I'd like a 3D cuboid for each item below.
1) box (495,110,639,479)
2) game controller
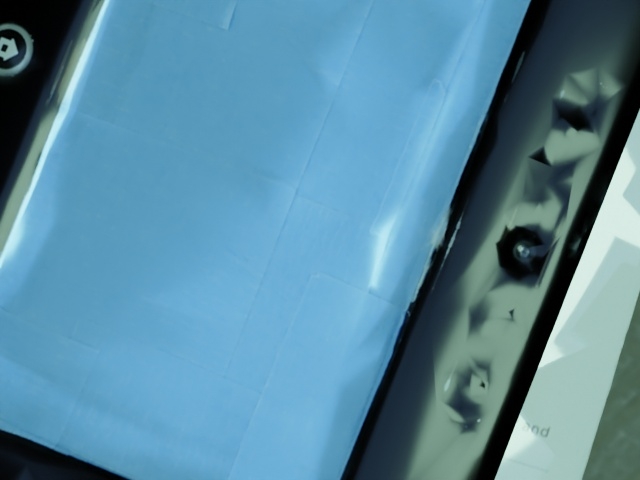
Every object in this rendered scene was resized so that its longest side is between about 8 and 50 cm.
[{"bbox_3d":[0.000,0.000,0.500,0.181,0.119,0.182,17,90,-2],"label":"box"},{"bbox_3d":[-0.015,-0.022,0.404,0.166,0.067,0.319,22,87,-2],"label":"game controller"}]
